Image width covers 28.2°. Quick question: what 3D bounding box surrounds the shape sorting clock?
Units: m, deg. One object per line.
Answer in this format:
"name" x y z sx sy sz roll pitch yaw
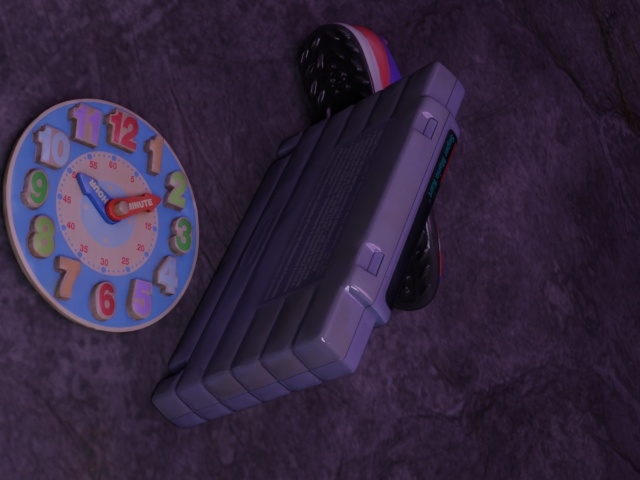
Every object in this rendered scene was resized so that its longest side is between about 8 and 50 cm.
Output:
"shape sorting clock" -0.182 -0.023 1.096 0.206 0.040 0.206 22 59 -42

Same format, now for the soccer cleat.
"soccer cleat" 0.076 -0.083 1.371 0.116 0.109 0.318 -11 81 -54

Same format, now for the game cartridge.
"game cartridge" 0.000 0.000 1.147 0.068 0.230 0.355 48 45 -26
